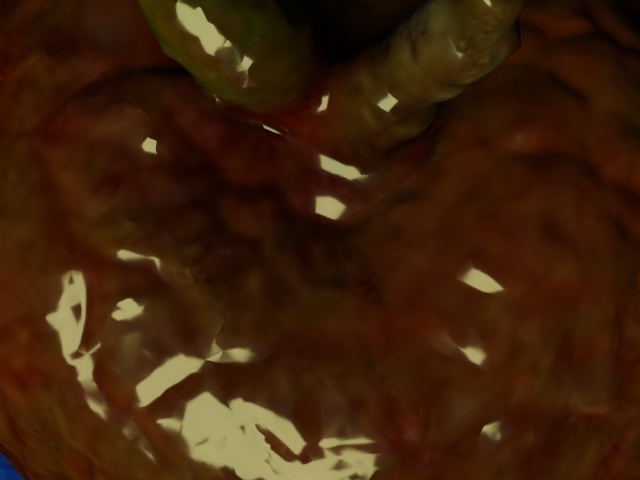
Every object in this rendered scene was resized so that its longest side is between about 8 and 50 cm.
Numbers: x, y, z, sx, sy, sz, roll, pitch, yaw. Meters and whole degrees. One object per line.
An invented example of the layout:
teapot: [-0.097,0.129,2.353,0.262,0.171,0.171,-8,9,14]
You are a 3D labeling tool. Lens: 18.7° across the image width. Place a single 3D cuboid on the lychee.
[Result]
lychee: [0.000,0.000,0.597,0.255,0.255,0.300,23,169,4]
